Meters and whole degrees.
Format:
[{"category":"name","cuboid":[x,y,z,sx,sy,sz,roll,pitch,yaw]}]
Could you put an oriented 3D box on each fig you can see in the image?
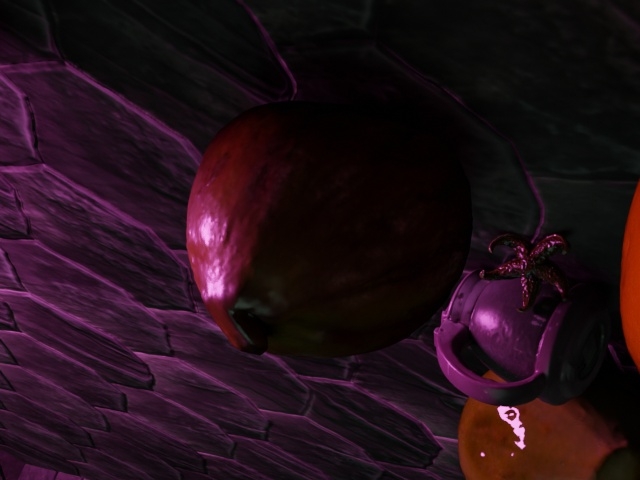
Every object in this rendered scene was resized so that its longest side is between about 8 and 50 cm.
[{"category":"fig","cuboid":[0.004,-0.009,0.799,0.224,0.224,0.263,13,-175,16]},{"category":"fig","cuboid":[0.244,0.204,1.033,0.207,0.207,0.230,15,160,13]}]

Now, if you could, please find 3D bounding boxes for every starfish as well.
[{"category":"starfish","cuboid":[0.189,0.025,0.895,0.028,0.078,0.091,9,-153,-50]}]

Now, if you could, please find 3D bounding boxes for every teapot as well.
[{"category":"teapot","cuboid":[0.183,0.095,0.952,0.146,0.148,0.116,20,162,34]}]

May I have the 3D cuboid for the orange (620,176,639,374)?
[{"category":"orange","cuboid":[0.310,0.015,0.519,0.312,0.312,0.312,17,154,9]}]
